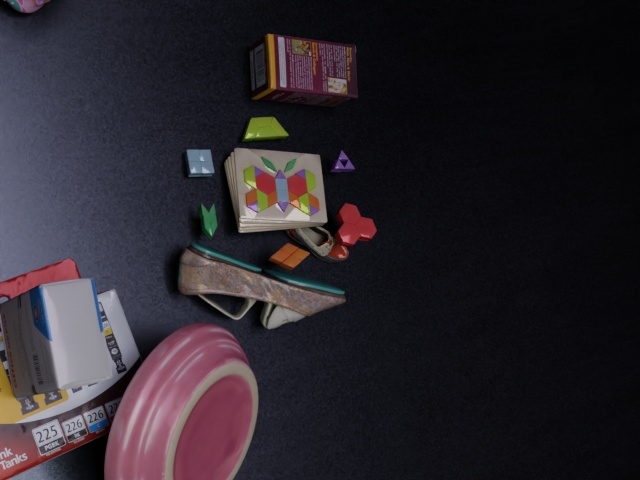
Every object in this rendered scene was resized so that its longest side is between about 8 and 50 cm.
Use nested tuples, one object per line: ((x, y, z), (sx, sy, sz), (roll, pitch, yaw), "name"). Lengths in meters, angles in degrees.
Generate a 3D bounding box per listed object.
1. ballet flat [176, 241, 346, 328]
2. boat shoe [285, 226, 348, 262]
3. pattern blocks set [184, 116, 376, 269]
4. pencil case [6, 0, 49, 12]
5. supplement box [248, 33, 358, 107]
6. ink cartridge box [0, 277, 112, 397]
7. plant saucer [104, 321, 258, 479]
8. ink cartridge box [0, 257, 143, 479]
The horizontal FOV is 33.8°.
((-0.108, 0.092, 1.827), (0.316, 0.107, 0.106), (18, 93, -23), "ballet flat")
((0.000, 0.000, 1.926), (0.137, 0.043, 0.049), (31, 66, -24), "boat shoe")
((-0.073, -0.089, 1.870), (0.325, 0.026, 0.285), (-14, 77, -29), "pattern blocks set")
((-0.396, -0.453, 1.612), (0.124, 0.284, 0.124), (19, 63, -43), "pencil case")
((-0.031, -0.309, 1.933), (0.188, 0.081, 0.104), (2, 81, -31), "supplement box")
((-0.366, 0.136, 1.441), (0.082, 0.191, 0.139), (-9, 84, -32), "ink cartridge box")
((-0.196, 0.294, 1.630), (0.332, 0.084, 0.332), (-40, 138, -49), "plant saucer")
((-0.442, 0.190, 1.575), (0.310, 0.130, 0.271), (-23, 93, -32), "ink cartridge box")
